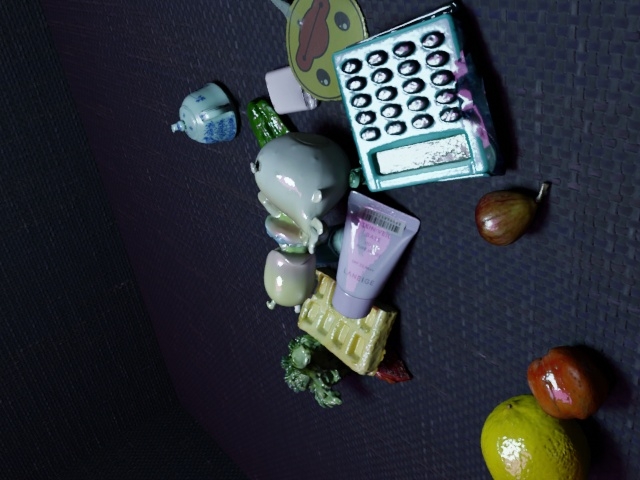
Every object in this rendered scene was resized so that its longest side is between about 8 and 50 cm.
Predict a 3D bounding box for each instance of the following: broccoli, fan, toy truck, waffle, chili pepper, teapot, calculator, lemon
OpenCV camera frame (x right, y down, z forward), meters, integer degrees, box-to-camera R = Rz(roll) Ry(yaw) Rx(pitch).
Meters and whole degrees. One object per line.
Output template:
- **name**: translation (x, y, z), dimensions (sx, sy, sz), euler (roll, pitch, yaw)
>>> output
- **broccoli**: translation (-0.019, 0.342, 1.597), dimensions (0.275, 0.177, 0.198), euler (-13, -94, -84)
- **fan**: translation (-0.020, -0.403, 1.211), dimensions (0.335, 0.011, 0.229), euler (47, 139, 22)
- **toy truck**: translation (0.114, -0.158, 1.186), dimensions (0.154, 0.080, 0.078), euler (135, 132, -60)
- **waffle**: translation (0.054, 0.185, 1.493), dimensions (0.274, 0.057, 0.167), euler (31, 105, 43)
- **chili pepper**: translation (-0.091, -0.229, 1.437), dimensions (0.257, 0.100, 0.074), euler (53, -172, 11)
- **teapot**: translation (-0.305, -0.318, 1.629), dimensions (0.232, 0.159, 0.158), euler (1, 115, 58)
- **calculator**: translation (0.152, -0.214, 1.007), dimensions (0.248, 0.058, 0.274), euler (-7, 107, 36)
- **lemon**: translation (0.376, 0.369, 1.096), dimensions (0.203, 0.178, 0.178), euler (63, 151, -4)
- **calculator**: translation (-0.064, -0.325, 1.355), dimensions (0.175, 0.032, 0.100), euler (9, 121, 55)

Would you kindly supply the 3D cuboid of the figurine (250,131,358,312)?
- **figurine**: translation (-0.047, -0.015, 1.296), dimensions (0.274, 0.227, 0.394), euler (-114, 32, -62)

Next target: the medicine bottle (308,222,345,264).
- **medicine bottle**: translation (0.000, 0.000, 1.471), dimensions (0.124, 0.079, 0.258), euler (52, 152, -16)

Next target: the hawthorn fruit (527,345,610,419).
- **hawthorn fruit**: translation (0.396, 0.231, 1.014), dimensions (0.128, 0.128, 0.128), euler (38, 143, 36)

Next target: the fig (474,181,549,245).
- **fig**: translation (0.304, -0.045, 0.972), dimensions (0.125, 0.089, 0.088), euler (-28, 90, 42)

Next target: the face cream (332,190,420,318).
- **face cream**: translation (0.100, 0.038, 1.311), dimensions (0.154, 0.096, 0.273), euler (26, 125, 17)

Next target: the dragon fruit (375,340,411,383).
- **dragon fruit**: translation (0.133, 0.293, 1.516), dimensions (0.162, 0.083, 0.106), euler (54, 152, 10)
